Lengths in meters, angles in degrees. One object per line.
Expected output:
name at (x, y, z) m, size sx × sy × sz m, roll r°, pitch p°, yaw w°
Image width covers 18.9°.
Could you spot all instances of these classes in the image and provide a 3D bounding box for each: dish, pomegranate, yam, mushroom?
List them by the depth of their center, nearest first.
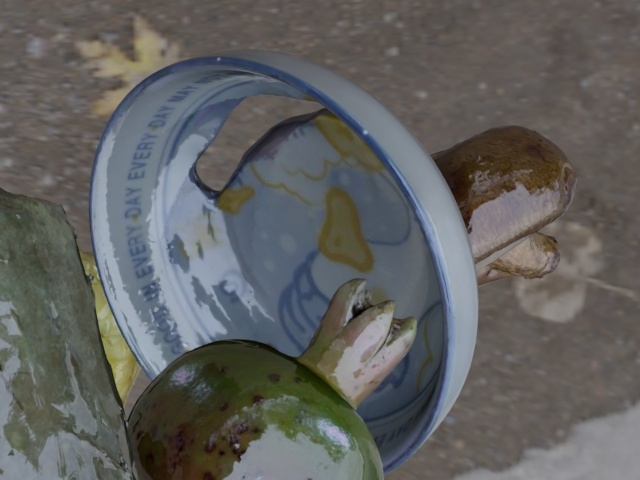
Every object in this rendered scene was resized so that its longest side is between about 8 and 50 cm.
yam at (-0.107, 0.062, 0.564) m, size 0.107 × 0.107 × 0.183 m, roll -11°, pitch 86°, yaw -22°
pomegranate at (-0.015, 0.079, 0.797) m, size 0.114 × 0.114 × 0.142 m, roll 45°, pitch 80°, yaw -20°
dish at (0.000, 0.000, 1.179) m, size 0.134 × 0.273 × 0.273 m, roll -33°, pitch 109°, yaw -47°
mushroom at (0.120, -0.024, 1.692) m, size 0.194 × 0.231 × 0.138 m, roll -10°, pitch 73°, yaw -28°

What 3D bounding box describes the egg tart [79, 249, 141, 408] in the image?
egg tart at (-0.287, 0.112, 1.404) m, size 0.345 × 0.132 × 0.345 m, roll -33°, pitch 150°, yaw -22°
